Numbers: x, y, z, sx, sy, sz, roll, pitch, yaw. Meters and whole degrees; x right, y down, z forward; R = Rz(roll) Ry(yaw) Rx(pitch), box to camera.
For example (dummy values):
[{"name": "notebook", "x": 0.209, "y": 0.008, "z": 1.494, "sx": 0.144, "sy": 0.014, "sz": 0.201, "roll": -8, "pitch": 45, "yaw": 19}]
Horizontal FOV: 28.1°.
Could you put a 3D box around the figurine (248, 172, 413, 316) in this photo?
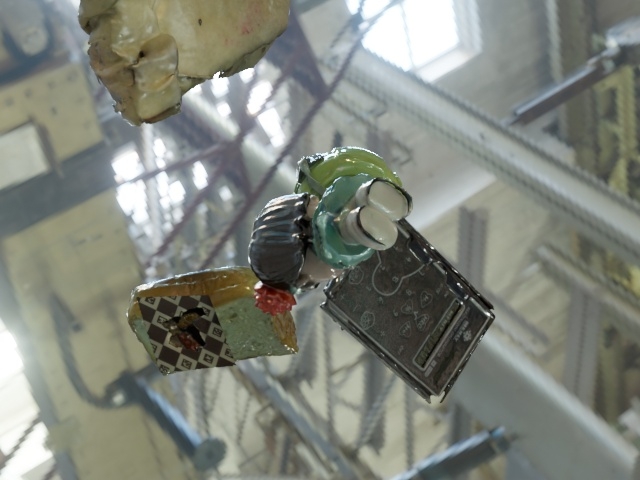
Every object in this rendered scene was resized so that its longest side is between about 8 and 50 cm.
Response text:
[{"name": "figurine", "x": 0.000, "y": 0.000, "z": 1.445, "sx": 0.110, "sy": 0.137, "sz": 0.245, "roll": 32, "pitch": -27, "yaw": -20}]

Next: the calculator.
[{"name": "calculator", "x": 0.118, "y": 0.088, "z": 1.684, "sx": 0.274, "sy": 0.165, "sz": 0.028, "roll": 42, "pitch": -17, "yaw": -34}]

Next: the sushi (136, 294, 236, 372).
[{"name": "sushi", "x": -0.192, "y": 0.135, "z": 1.777, "sx": 0.026, "sy": 0.120, "sz": 0.126, "roll": -54, "pitch": -132, "yaw": 40}]

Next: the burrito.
[{"name": "burrito", "x": -0.121, "y": -0.247, "z": 1.340, "sx": 0.107, "sy": 0.348, "sz": 0.175, "roll": 5, "pitch": -57, "yaw": 34}]

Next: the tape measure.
[{"name": "tape measure", "x": 0.037, "y": -0.049, "z": 1.877, "sx": 0.106, "sy": 0.200, "sz": 0.175, "roll": -102, "pitch": -155, "yaw": -75}]

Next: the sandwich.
[{"name": "sandwich", "x": -0.182, "y": 0.140, "z": 2.158, "sx": 0.226, "sy": 0.251, "sz": 0.087, "roll": 70, "pitch": 12, "yaw": -50}]
